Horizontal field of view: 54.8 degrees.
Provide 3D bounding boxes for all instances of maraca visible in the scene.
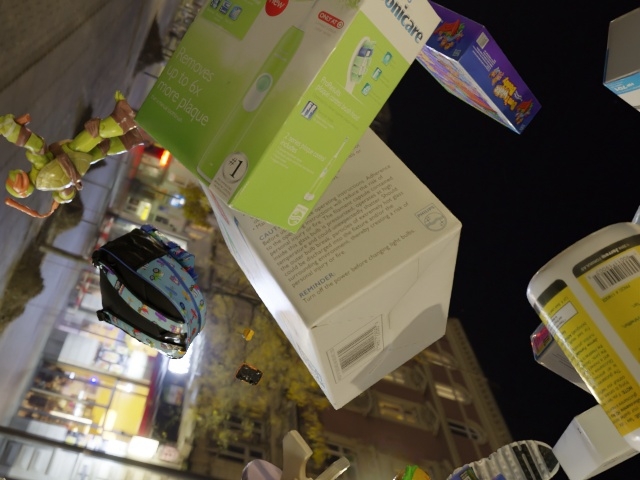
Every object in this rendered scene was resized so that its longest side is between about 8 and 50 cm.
[{"bbox_3d":[0.200,0.565,1.375,0.185,0.099,0.127,55,42,-57],"label":"maraca"}]

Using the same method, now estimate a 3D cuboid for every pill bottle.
[{"bbox_3d":[0.443,0.156,0.819,0.188,0.188,0.334,-55,-128,42],"label":"pill bottle"}]

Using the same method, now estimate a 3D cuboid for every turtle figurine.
[{"bbox_3d":[-0.359,-0.123,0.870,0.217,0.087,0.269,-36,160,-17],"label":"turtle figurine"}]

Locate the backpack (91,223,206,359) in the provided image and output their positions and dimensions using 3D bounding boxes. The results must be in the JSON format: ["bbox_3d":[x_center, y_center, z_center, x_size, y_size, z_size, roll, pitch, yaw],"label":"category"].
[{"bbox_3d":[-0.233,0.081,0.898,0.117,0.173,0.158,-40,153,-43],"label":"backpack"}]

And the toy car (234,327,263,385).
[{"bbox_3d":[-0.144,0.239,1.284,0.040,0.060,0.122,28,-75,61],"label":"toy car"}]

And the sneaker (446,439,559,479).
[{"bbox_3d":[0.438,0.567,1.515,0.118,0.292,0.110,93,-18,-69],"label":"sneaker"}]

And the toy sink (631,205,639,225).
[{"bbox_3d":[0.676,0.009,1.198,0.153,0.234,0.131,82,14,-50],"label":"toy sink"}]

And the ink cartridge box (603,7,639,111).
[{"bbox_3d":[0.611,-0.311,1.123,0.082,0.191,0.139,-12,-120,56],"label":"ink cartridge box"}]

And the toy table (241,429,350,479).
[{"bbox_3d":[-0.040,0.581,1.414,0.161,0.274,0.252,-49,170,15],"label":"toy table"}]

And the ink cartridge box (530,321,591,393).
[{"bbox_3d":[0.726,0.176,1.443,0.395,0.270,0.151,-59,-179,23],"label":"ink cartridge box"}]

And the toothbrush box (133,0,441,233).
[{"bbox_3d":[-0.044,-0.186,0.677,0.206,0.122,0.283,41,-81,34],"label":"toothbrush box"}]

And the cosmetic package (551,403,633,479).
[{"bbox_3d":[0.629,0.365,1.233,0.377,0.284,0.097,64,1,-60],"label":"cosmetic package"}]

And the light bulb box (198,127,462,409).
[{"bbox_3d":[0.000,0.000,0.918,0.361,0.225,0.358,52,-13,29],"label":"light bulb box"}]

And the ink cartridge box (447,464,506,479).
[{"bbox_3d":[0.347,0.561,1.127,0.311,0.186,0.065,50,-57,25],"label":"ink cartridge box"}]

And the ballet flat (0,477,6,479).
[{"bbox_3d":[-0.454,0.353,0.838,0.203,0.074,0.074,58,36,-53],"label":"ballet flat"}]

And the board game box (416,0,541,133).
[{"bbox_3d":[0.300,-0.371,1.297,0.078,0.347,0.233,-54,-128,11],"label":"board game box"}]
